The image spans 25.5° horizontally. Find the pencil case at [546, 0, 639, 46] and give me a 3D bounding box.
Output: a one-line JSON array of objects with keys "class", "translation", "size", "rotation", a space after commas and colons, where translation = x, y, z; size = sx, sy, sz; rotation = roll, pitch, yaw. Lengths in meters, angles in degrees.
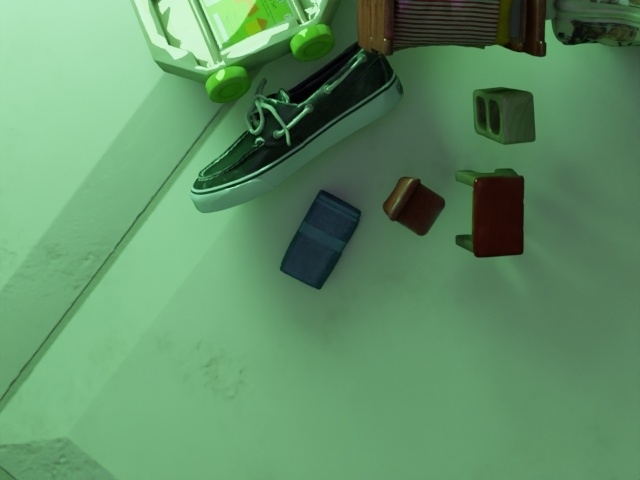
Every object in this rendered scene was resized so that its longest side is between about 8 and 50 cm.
[{"class": "pencil case", "translation": [0.471, -0.280, 1.681], "size": [0.410, 0.183, 0.160], "rotation": [14, 123, 20]}]

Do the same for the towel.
[{"class": "towel", "translation": [0.000, 0.000, 1.842], "size": [0.067, 0.029, 0.119], "rotation": [29, 93, 5]}]

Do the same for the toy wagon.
[{"class": "toy wagon", "translation": [-0.069, -0.337, 1.795], "size": [0.344, 0.068, 0.267], "rotation": [-25, 69, 5]}]

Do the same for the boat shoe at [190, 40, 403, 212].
[{"class": "boat shoe", "translation": [-0.046, -0.150, 1.788], "size": [0.306, 0.113, 0.105], "rotation": [-30, 116, 5]}]

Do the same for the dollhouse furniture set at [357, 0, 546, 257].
[{"class": "dollhouse furniture set", "translation": [0.158, -0.158, 1.705], "size": [0.201, 0.152, 0.374], "rotation": [-4, 101, -10]}]
